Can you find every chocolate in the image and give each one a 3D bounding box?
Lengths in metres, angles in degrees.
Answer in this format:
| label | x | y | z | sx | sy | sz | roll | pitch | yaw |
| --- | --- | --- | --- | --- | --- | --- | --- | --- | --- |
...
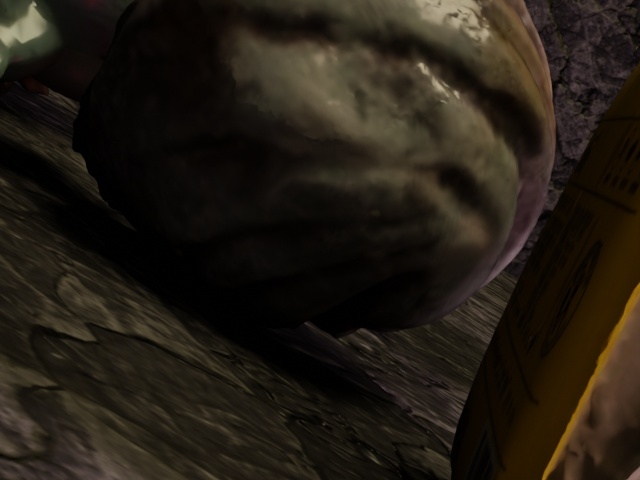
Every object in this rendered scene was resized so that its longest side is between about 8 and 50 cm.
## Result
| label | x | y | z | sx | sy | sz | roll | pitch | yaw |
| --- | --- | --- | --- | --- | --- | --- | --- | --- | --- |
| chocolate | 0.025 | -0.046 | 1.074 | 0.303 | 0.303 | 0.213 | 24 | 29 | -53 |

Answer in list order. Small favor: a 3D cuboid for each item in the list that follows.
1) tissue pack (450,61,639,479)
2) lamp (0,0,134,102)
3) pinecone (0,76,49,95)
| label | x | y | z | sx | sy | sz | roll | pitch | yaw |
| --- | --- | --- | --- | --- | --- | --- | --- | --- | --- |
| tissue pack | 0.199 | 0.060 | 0.757 | 0.228 | 0.293 | 0.382 | 25 | 5 | 1 |
| lamp | -0.199 | -0.191 | 1.115 | 0.301 | 0.247 | 0.247 | 12 | 46 | -19 |
| pinecone | -0.237 | -0.294 | 1.465 | 0.398 | 0.398 | 0.398 | 30 | 5 | -3 |
